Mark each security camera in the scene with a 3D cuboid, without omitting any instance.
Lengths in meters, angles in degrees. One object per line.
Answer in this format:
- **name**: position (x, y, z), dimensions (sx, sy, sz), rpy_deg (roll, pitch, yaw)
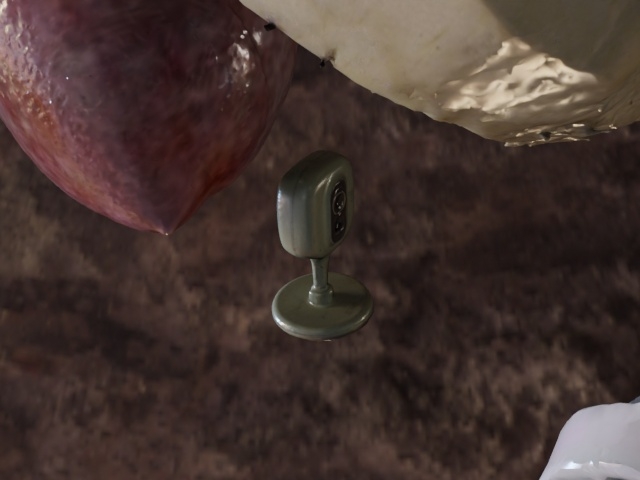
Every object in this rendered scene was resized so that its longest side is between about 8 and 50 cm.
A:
- **security camera**: position (0.000, 0.000, 0.918), dimensions (0.058, 0.058, 0.092), rpy_deg (-3, -55, 1)

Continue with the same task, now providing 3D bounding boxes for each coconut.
- **coconut**: position (0.073, -0.153, 0.556), dimensions (0.241, 0.241, 0.241), rpy_deg (0, -58, 0)

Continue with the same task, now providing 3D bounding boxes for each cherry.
- **cherry**: position (-0.095, -0.109, 0.889), dimensions (0.175, 0.249, 0.192), rpy_deg (-9, -32, -4)

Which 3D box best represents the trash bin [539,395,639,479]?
- **trash bin**: position (0.096, 0.255, 0.420), dimensions (0.256, 0.367, 0.296), rpy_deg (26, -30, 16)
